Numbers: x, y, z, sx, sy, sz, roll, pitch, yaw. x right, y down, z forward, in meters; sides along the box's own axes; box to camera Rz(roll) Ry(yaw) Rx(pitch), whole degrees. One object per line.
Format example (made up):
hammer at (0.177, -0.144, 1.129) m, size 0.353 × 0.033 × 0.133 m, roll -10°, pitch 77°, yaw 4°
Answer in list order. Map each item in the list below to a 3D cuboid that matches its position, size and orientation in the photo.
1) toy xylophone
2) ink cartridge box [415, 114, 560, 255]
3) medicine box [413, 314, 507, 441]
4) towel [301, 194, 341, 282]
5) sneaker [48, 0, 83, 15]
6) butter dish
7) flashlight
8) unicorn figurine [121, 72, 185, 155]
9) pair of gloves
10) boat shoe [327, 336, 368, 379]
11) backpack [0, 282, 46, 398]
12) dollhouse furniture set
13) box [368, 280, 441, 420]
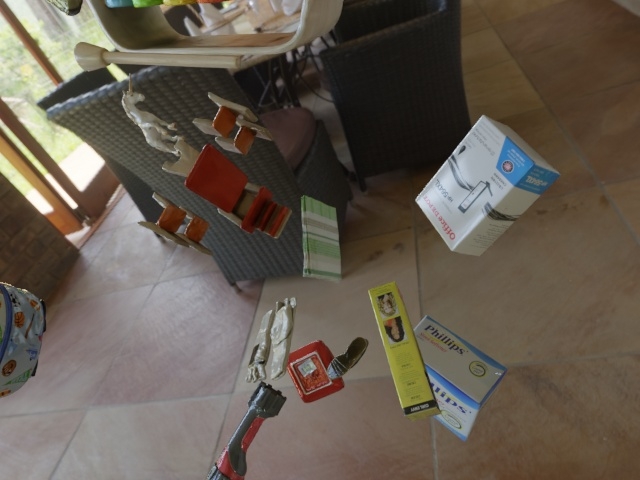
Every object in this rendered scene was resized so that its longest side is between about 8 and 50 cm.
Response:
toy xylophone at (-0.128, -0.260, 0.480) m, size 0.322 × 0.081 × 0.236 m, roll 3°, pitch 34°, yaw 13°
ink cartridge box at (0.288, -0.093, 0.753) m, size 0.203 × 0.085 × 0.148 m, roll -56°, pitch 42°, yaw 33°
medicine box at (0.379, 0.416, 1.257) m, size 0.263 × 0.289 × 0.149 m, roll 33°, pitch 60°, yaw 33°
towel at (0.000, 0.000, 0.788) m, size 0.023 × 0.113 × 0.152 m, roll -13°, pitch 73°, yaw 31°
sneaker at (-0.551, -0.476, 0.586) m, size 0.158 × 0.410 × 0.182 m, roll 3°, pitch 57°, yaw 50°
butter dish at (-0.005, 0.390, 1.284) m, size 0.160 × 0.160 × 0.118 m, roll -32°, pitch -9°, yaw 23°
flashlight at (-0.207, 0.579, 1.224) m, size 0.103 × 0.103 × 0.304 m, roll 26°, pitch 80°, yaw 42°
unicorn figurine at (-0.336, -0.231, 0.837) m, size 0.111 × 0.162 × 0.060 m, roll 22°, pitch 52°, yaw 11°
pair of gloves at (-0.128, 0.254, 1.062) m, size 0.240 × 0.042 × 0.204 m, roll -39°, pitch 35°, yaw 54°
boat shoe at (0.081, 0.332, 1.163) m, size 0.152 × 0.049 × 0.056 m, roll -47°, pitch 55°, yaw 14°
backpack at (-0.659, 0.180, 0.750) m, size 0.263 × 0.213 × 0.277 m, roll -7°, pitch 74°, yaw -5°
dollhouse furniture set at (-0.166, -0.093, 0.792) m, size 0.135 × 0.259 × 0.262 m, roll 25°, pitch 85°, yaw 21°
box at (0.150, 0.198, 0.759) m, size 0.058 × 0.087 × 0.232 m, roll -21°, pitch 56°, yaw 11°
